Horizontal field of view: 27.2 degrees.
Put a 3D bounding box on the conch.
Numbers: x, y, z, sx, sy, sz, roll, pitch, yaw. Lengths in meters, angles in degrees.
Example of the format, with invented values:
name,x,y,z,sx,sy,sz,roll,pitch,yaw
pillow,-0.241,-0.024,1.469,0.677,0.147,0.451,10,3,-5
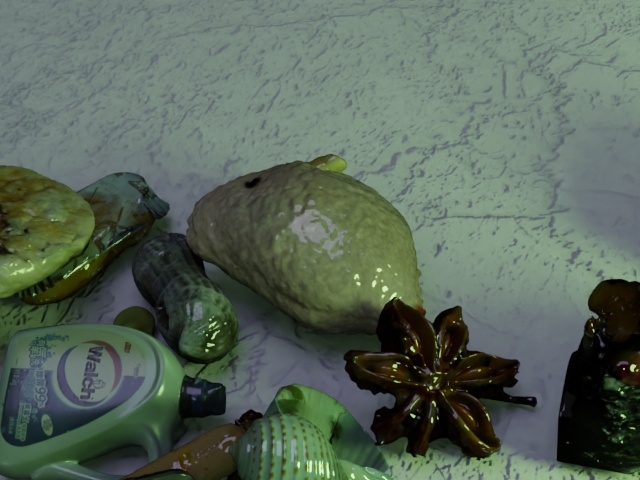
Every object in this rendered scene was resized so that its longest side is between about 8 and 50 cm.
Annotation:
name,x,y,z,sx,sy,sz,roll,pitch,yaw
conch,-0.019,0.271,1.547,0.131,0.200,0.172,-47,24,15

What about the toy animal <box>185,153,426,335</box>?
name,x,y,z,sx,sy,sz,roll,pitch,yaw
toy animal,0.006,0.003,1.765,0.358,0.188,0.226,34,50,22

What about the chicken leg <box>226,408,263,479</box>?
name,x,y,z,sx,sy,sz,roll,pitch,yaw
chicken leg,-0.101,0.268,1.632,0.062,0.037,0.145,-15,41,25

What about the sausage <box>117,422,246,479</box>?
name,x,y,z,sx,sy,sz,roll,pitch,yaw
sausage,-0.219,0.305,1.576,0.301,0.066,0.066,-25,46,-5

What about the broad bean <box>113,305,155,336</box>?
name,x,y,z,sx,sy,sz,roll,pitch,yaw
broad bean,-0.256,0.122,1.804,0.063,0.045,0.083,-14,36,14

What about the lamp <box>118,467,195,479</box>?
name,x,y,z,sx,sy,sz,roll,pitch,yaw
lamp,-0.122,0.382,1.467,0.203,0.125,0.283,-13,46,-16

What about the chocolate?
name,x,y,z,sx,sy,sz,roll,pitch,yaw
chocolate,-0.183,0.076,1.791,0.110,0.110,0.248,-22,46,-11

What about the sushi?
name,x,y,z,sx,sy,sz,roll,pitch,yaw
sushi,0.408,0.139,1.538,0.227,0.212,0.215,8,47,17

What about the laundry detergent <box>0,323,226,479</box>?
name,x,y,z,sx,sy,sz,roll,pitch,yaw
laundry detergent,-0.260,0.213,1.664,0.280,0.105,0.215,4,66,5

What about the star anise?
name,x,y,z,sx,sy,sz,roll,pitch,yaw
star anise,0.130,0.180,1.613,0.220,0.126,0.190,49,53,5

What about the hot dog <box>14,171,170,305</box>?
name,x,y,z,sx,sy,sz,roll,pitch,yaw
hot dog,-0.347,-0.007,1.922,0.270,0.082,0.162,-36,47,-24

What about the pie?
name,x,y,z,sx,sy,sz,roll,pitch,yaw
pie,-0.480,-0.008,1.815,0.339,0.077,0.339,-4,32,2
